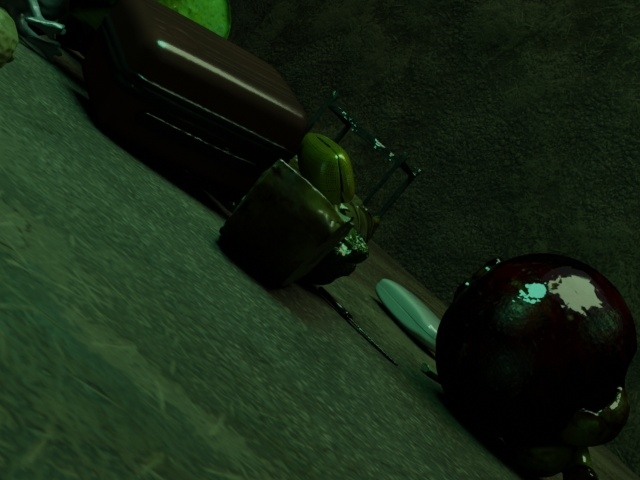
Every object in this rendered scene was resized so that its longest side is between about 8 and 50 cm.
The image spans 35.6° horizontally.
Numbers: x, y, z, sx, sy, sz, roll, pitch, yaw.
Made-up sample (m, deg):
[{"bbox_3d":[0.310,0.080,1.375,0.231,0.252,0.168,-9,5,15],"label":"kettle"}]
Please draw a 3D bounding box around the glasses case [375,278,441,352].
[{"bbox_3d":[0.177,0.143,1.882,0.092,0.059,0.233,38,6,-32],"label":"glasses case"}]

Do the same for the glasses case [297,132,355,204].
[{"bbox_3d":[0.006,-0.102,1.411,0.234,0.064,0.079,-124,-153,-74],"label":"glasses case"}]

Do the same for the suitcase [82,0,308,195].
[{"bbox_3d":[-0.182,-0.208,1.439,0.297,0.161,0.236,25,21,-33],"label":"suitcase"}]

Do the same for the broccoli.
[{"bbox_3d":[0.000,0.000,1.452,0.145,0.138,0.162,5,15,2],"label":"broccoli"}]

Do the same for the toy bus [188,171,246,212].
[{"bbox_3d":[-0.144,-0.092,1.588,0.123,0.060,0.075,41,6,11],"label":"toy bus"}]

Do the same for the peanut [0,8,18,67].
[{"bbox_3d":[-0.353,-0.210,0.988,0.082,0.082,0.187,41,4,10],"label":"peanut"}]

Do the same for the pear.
[{"bbox_3d":[-0.253,-0.374,1.626,0.164,0.238,0.255,5,-34,36],"label":"pear"}]

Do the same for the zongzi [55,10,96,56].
[{"bbox_3d":[-0.301,-0.361,1.885,0.289,0.154,0.317,6,-26,32],"label":"zongzi"}]

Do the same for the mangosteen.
[{"bbox_3d":[0.309,0.168,1.415,0.311,0.311,0.311,39,5,-4],"label":"mangosteen"}]

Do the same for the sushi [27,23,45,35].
[{"bbox_3d":[-0.484,-0.374,1.659,0.060,0.061,0.118,-15,34,-32],"label":"sushi"}]

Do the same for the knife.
[{"bbox_3d":[0.052,0.121,1.426,0.170,0.010,0.023,44,5,25],"label":"knife"}]

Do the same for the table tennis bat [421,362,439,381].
[{"bbox_3d":[0.208,0.231,1.592,0.156,0.013,0.087,37,6,-41],"label":"table tennis bat"}]

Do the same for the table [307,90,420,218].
[{"bbox_3d":[0.051,-0.141,2.270,0.222,0.272,0.335,41,5,8],"label":"table"}]

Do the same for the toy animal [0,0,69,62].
[{"bbox_3d":[-0.464,-0.377,1.544,0.367,0.081,0.206,-5,58,-57],"label":"toy animal"}]

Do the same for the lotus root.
[{"bbox_3d":[-0.042,-0.020,1.264,0.119,0.138,0.235,46,4,4],"label":"lotus root"}]

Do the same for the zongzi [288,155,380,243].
[{"bbox_3d":[-0.038,-0.073,1.919,0.286,0.134,0.288,34,11,11],"label":"zongzi"}]
